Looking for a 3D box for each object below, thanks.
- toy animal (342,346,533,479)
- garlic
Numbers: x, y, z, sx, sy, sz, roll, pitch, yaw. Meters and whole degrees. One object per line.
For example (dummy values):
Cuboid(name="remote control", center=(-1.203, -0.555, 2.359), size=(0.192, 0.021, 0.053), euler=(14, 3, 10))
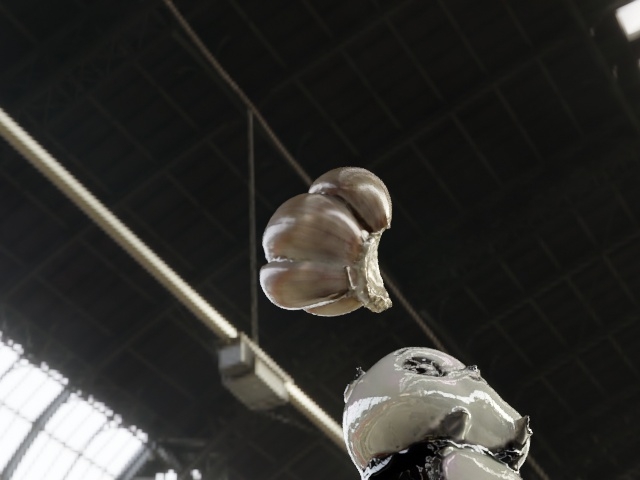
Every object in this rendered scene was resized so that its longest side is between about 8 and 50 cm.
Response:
Cuboid(name="toy animal", center=(0.139, 0.282, 1.401), size=(0.250, 0.310, 0.251), euler=(-5, -48, -6))
Cuboid(name="garlic", center=(0.000, 0.000, 1.575), size=(0.191, 0.214, 0.160), euler=(4, 1, 36))
